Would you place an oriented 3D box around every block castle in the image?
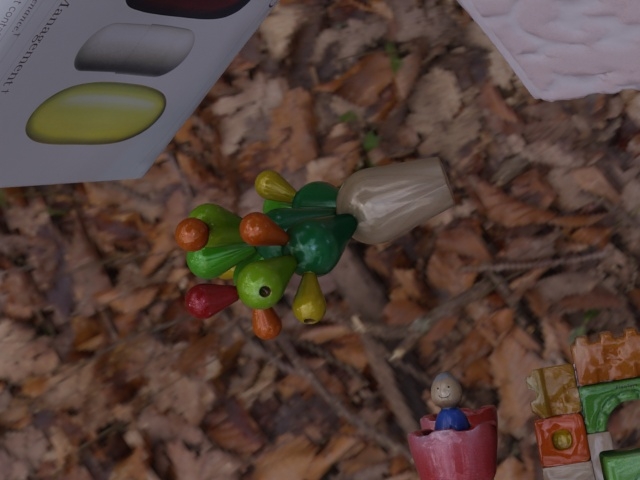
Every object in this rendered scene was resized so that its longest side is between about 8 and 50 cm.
[{"bbox_3d":[0.324,0.194,1.410,0.453,0.303,0.213,-10,86,7],"label":"block castle"}]

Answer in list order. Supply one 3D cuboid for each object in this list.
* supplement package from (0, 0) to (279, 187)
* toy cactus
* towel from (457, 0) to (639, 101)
[{"bbox_3d":[-0.129,-0.140,0.643,0.149,0.203,0.194,47,113,16],"label":"supplement package"},{"bbox_3d":[0.000,0.000,0.918,0.180,0.219,0.112,-19,92,9],"label":"toy cactus"},{"bbox_3d":[0.197,-0.171,0.638,0.331,0.317,0.053,-5,66,28],"label":"towel"}]
